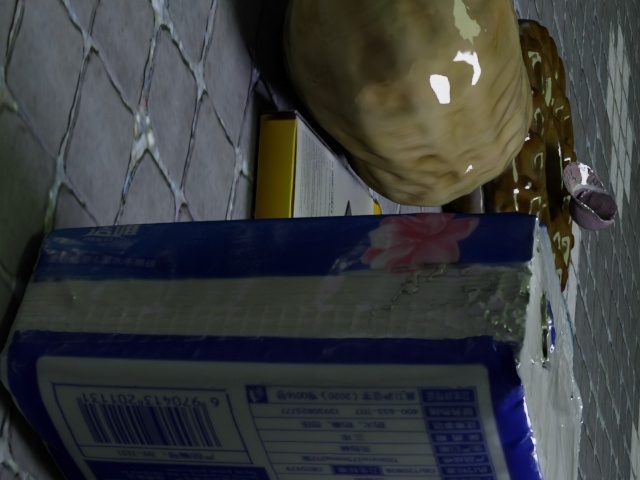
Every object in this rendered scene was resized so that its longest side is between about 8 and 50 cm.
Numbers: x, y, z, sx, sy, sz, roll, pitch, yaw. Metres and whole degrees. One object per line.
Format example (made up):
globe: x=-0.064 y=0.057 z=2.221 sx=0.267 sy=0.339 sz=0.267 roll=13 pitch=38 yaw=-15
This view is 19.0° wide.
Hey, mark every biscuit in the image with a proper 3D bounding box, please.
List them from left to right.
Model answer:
biscuit: x=0.208 y=-0.077 z=2.056 sx=0.332 sy=0.103 sz=0.332 roll=0 pitch=90 yaw=-73

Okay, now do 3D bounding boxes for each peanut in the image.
peanut: x=0.067 y=-0.129 z=1.463 sx=0.192 sy=0.169 sz=0.387 roll=50 pitch=-2 yaw=19

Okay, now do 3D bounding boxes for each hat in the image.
hat: x=0.282 y=-0.044 z=2.068 sx=0.087 sy=0.042 sz=0.058 roll=34 pitch=45 yaw=-28

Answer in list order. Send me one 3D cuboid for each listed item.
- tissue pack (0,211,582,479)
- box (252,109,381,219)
tissue pack: x=-0.004 y=0.075 z=1.007 sx=0.209 sy=0.270 sz=0.137 roll=66 pitch=28 yaw=-52
box: x=0.000 y=0.000 z=1.452 sx=0.247 sy=0.033 sz=0.129 roll=44 pitch=46 yaw=-67
